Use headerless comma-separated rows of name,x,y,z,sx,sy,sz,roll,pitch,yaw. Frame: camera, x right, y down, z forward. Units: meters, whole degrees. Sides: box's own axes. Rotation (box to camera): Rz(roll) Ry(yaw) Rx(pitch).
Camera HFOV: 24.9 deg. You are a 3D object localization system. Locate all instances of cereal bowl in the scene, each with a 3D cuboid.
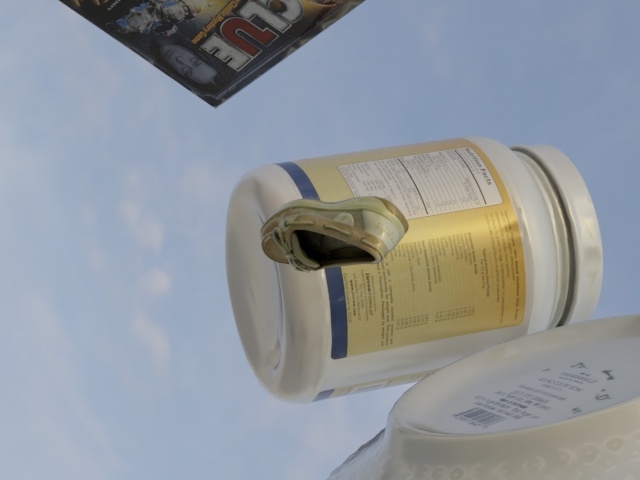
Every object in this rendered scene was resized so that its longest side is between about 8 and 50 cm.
cereal bowl,0.128,0.124,0.663,0.339,0.339,0.141,-7,-78,45

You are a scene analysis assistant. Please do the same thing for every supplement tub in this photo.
supplement tub,0.086,0.022,1.394,0.228,0.316,0.228,171,-90,-71

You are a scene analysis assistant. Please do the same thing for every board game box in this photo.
board game box,-0.066,-0.189,0.946,0.165,0.042,0.243,34,-34,-21

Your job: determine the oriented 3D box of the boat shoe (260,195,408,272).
boat shoe,0.001,0.001,1.143,0.153,0.048,0.056,-4,-48,44
